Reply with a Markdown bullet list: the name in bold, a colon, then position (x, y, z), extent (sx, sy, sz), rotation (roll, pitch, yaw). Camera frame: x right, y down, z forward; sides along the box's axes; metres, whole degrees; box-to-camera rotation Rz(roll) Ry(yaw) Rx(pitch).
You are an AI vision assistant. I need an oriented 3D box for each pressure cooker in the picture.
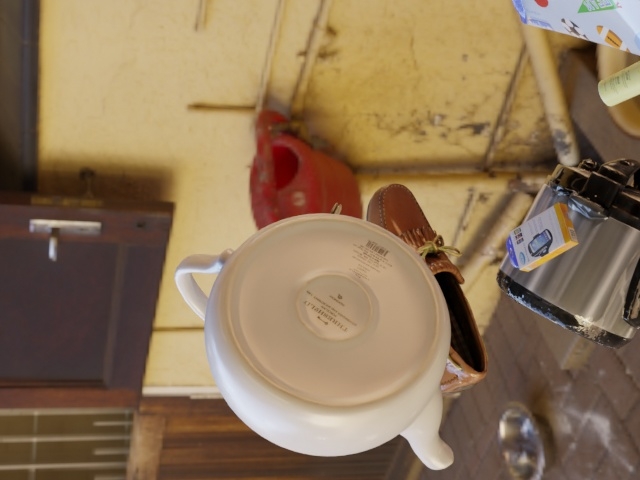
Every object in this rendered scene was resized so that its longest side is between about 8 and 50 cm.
- **pressure cooker**: position (0.662, 0.002, 2.100), extent (0.421, 0.375, 0.370), rotation (-64, 11, 9)

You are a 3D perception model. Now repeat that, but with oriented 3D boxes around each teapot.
- **teapot**: position (-0.004, 0.108, 0.879), extent (0.187, 0.252, 0.256), rotation (104, 155, -57)

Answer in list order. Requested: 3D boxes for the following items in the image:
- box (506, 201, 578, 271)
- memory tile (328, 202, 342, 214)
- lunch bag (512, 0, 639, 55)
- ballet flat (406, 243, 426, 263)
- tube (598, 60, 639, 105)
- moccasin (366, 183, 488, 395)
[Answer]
- **box**: position (0.400, -0.002, 1.595), extent (0.136, 0.028, 0.081), rotation (-38, 51, 44)
- **memory tile**: position (0.000, 0.000, 1.767), extent (0.148, 0.012, 0.113), rotation (-53, -16, -40)
- **lunch bag**: position (0.352, -0.452, 1.055), extent (0.385, 0.239, 0.328), rotation (58, 171, -30)
- **ballet flat**: position (0.046, 0.020, 1.378), extent (0.077, 0.240, 0.091), rotation (78, -157, -52)
- **tube**: position (0.690, -0.352, 1.805), extent (0.240, 0.062, 0.070), rotation (-23, 101, 47)
- **moccasin**: position (0.182, 0.069, 1.484), extent (0.147, 0.139, 0.380), rotation (-46, 51, 51)
